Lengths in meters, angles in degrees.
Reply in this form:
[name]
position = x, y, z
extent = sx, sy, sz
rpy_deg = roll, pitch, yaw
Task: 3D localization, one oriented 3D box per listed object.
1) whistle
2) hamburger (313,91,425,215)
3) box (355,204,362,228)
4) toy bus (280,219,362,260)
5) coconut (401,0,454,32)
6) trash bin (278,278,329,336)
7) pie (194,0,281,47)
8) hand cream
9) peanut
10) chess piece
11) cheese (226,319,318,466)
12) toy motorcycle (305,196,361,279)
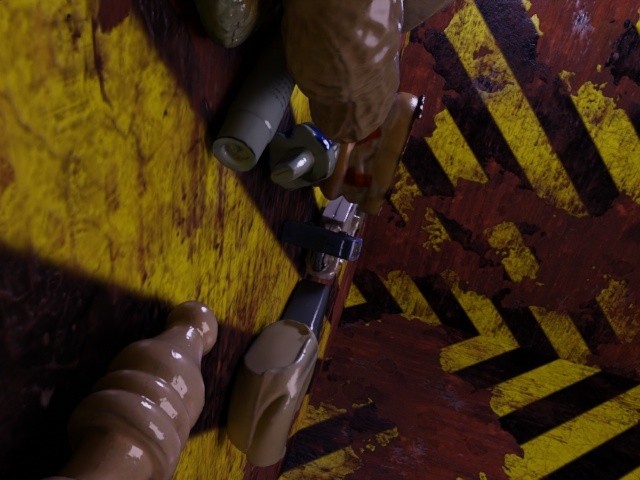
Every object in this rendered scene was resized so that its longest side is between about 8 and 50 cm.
[whistle]
position = -0.026, -0.130, 0.805
extent = 0.244, 0.110, 0.092
rpy_deg = -54, 127, -66
[hamburger]
position = 0.087, -0.205, 1.094
extent = 0.302, 0.187, 0.260
rpy_deg = 112, -3, -73
[box]
position = 0.099, -0.114, 1.678
extent = 0.172, 0.093, 0.124
rpy_deg = 88, 20, -65
[toy bus]
position = 0.000, 0.000, 1.020
extent = 0.061, 0.153, 0.051
rpy_deg = -24, 129, -72
[coconut]
position = 0.095, -0.369, 0.645
extent = 0.241, 0.241, 0.241
rpy_deg = 16, 90, -82
[trash bin]
position = -0.051, 0.227, 1.315
extent = 0.236, 0.101, 0.176
rpy_deg = -67, 168, -55
[pie]
position = -0.055, -0.282, 0.463
extent = 0.240, 0.054, 0.240
rpy_deg = 14, 90, -82
[hand cream]
position = -0.043, -0.216, 0.647
extent = 0.085, 0.058, 0.331
rpy_deg = 90, 18, -55
[peanut]
position = 0.027, -0.196, 0.588
extent = 0.136, 0.120, 0.298
rpy_deg = -51, 167, -5
[chess piece]
position = -0.159, 0.160, 0.440
extent = 0.138, 0.124, 0.307
rpy_deg = 62, 27, -28
[cheese]
position = -0.091, 0.292, 1.054
extent = 0.266, 0.127, 0.233
rpy_deg = -53, 158, -65
[toy motorcycle]
position = 0.035, -0.011, 1.391
extent = 0.222, 0.108, 0.340
rpy_deg = 97, 13, -45
